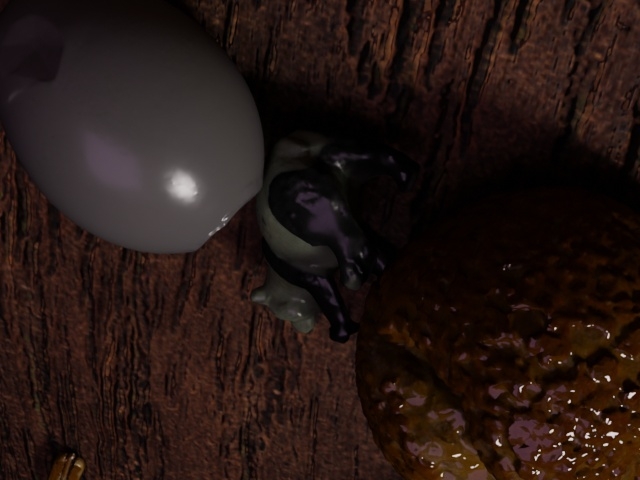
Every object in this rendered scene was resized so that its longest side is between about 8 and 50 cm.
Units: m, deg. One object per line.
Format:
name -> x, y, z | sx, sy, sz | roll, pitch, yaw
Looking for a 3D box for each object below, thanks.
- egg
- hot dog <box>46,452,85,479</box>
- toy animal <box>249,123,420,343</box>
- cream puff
egg -> -0.149, -0.098, 1.172 | 0.176, 0.176, 0.232 | -27, 109, 42
hot dog -> -0.278, 0.256, 1.696 | 0.037, 0.021, 0.083 | 21, 137, -9
toy animal -> 0.000, 0.000, 1.257 | 0.121, 0.094, 0.225 | 29, 149, 14
cream puff -> 0.165, 0.110, 1.192 | 0.303, 0.212, 0.303 | 14, 141, 12
